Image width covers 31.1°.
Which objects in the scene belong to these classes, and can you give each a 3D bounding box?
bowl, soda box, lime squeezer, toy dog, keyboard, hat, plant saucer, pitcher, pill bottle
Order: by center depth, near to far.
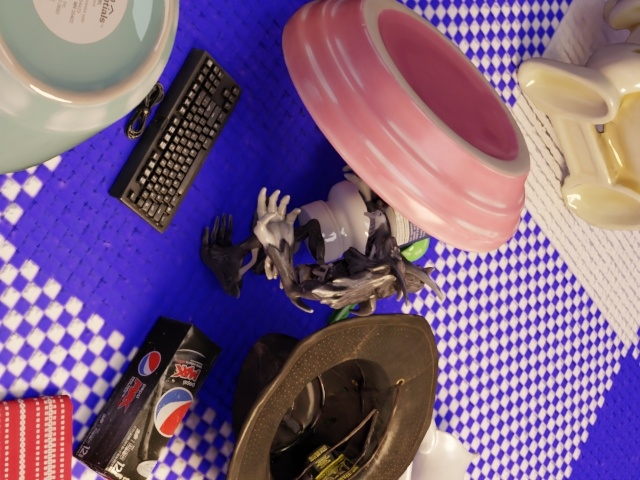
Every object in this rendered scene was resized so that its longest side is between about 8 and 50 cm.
[{"bbox_3d":[-0.242,-0.202,0.958,0.312,0.163,0.311,-9,103,-42],"label":"bowl"},{"bbox_3d":[-0.171,0.162,1.152,0.053,0.060,0.169,46,65,-39],"label":"soda box"},{"bbox_3d":[-0.149,-0.108,1.159,0.108,0.023,0.180,41,67,-39],"label":"keyboard"},{"bbox_3d":[0.108,-0.141,1.219,0.332,0.084,0.332,36,28,-23],"label":"plant saucer"},{"bbox_3d":[-0.014,0.179,1.246,0.331,0.134,0.331,-27,138,-28],"label":"hat"},{"bbox_3d":[0.065,-0.032,1.302,0.169,0.094,0.094,-19,111,-15],"label":"pill bottle"},{"bbox_3d":[0.087,-0.043,1.387,0.110,0.059,0.310,13,89,-14],"label":"lime squeezer"},{"bbox_3d":[0.112,0.322,1.401,0.178,0.126,0.207,51,55,-51],"label":"pitcher"},{"bbox_3d":[0.529,-0.240,1.551,0.408,0.395,0.284,-43,115,-21],"label":"toy dog"}]

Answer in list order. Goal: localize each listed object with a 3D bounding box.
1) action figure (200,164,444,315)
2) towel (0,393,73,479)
[{"bbox_3d":[0.000,0.000,1.142,0.164,0.276,0.140,-15,104,-42],"label":"action figure"},{"bbox_3d":[-0.343,0.247,1.022,0.275,0.031,0.198,-2,96,-46],"label":"towel"}]
